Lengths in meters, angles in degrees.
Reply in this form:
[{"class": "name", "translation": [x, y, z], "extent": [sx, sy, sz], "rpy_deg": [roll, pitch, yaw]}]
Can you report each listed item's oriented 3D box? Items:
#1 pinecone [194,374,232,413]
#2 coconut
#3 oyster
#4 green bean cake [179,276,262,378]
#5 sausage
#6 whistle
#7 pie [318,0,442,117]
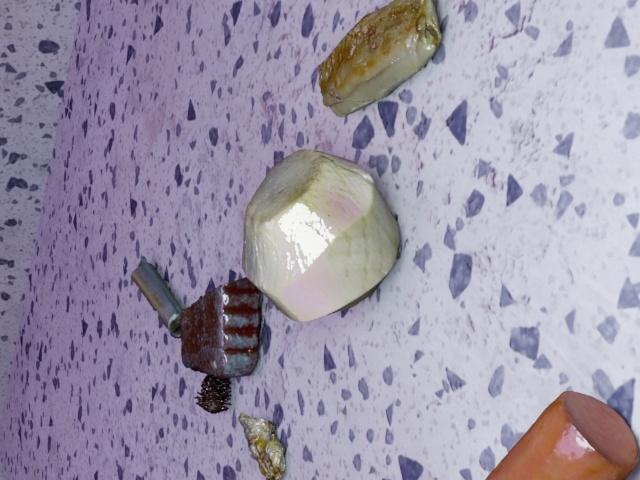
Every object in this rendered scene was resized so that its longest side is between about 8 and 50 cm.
[{"class": "pinecone", "translation": [-0.214, 0.311, 1.900], "extent": [0.077, 0.077, 0.083], "rpy_deg": [-27, 41, 57]}, {"class": "coconut", "translation": [0.000, 0.000, 1.410], "extent": [0.259, 0.259, 0.259], "rpy_deg": [-8, 81, 60]}, {"class": "oyster", "translation": [-0.098, 0.389, 1.730], "extent": [0.122, 0.045, 0.146], "rpy_deg": [-14, 75, 45]}, {"class": "green bean cake", "translation": [-0.198, 0.168, 1.852], "extent": [0.233, 0.097, 0.198], "rpy_deg": [-8, 83, 60]}, {"class": "sausage", "translation": [0.246, 0.286, 1.056], "extent": [0.259, 0.114, 0.113], "rpy_deg": [-62, 39, 35]}, {"class": "whistle", "translation": [-0.383, 0.129, 2.222], "extent": [0.326, 0.057, 0.067], "rpy_deg": [44, 122, 53]}, {"class": "pie", "translation": [0.091, -0.283, 1.409], "extent": [0.282, 0.068, 0.128], "rpy_deg": [-30, 64, 55]}]
